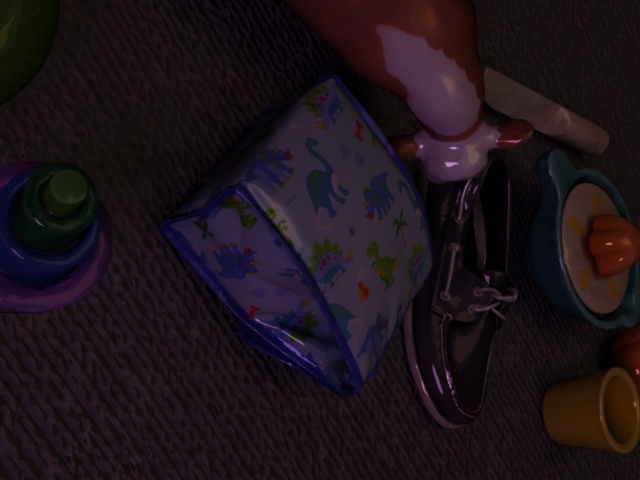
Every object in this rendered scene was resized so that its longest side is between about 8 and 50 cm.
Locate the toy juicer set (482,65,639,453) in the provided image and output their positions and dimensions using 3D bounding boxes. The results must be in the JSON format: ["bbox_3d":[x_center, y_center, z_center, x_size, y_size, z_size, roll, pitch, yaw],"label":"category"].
[{"bbox_3d":[0.248,0.000,0.946,0.209,0.089,0.329,-13,91,-48],"label":"toy juicer set"}]

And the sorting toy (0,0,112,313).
[{"bbox_3d":[-0.166,-0.147,0.443,0.127,0.126,0.365,-22,86,-28],"label":"sorting toy"}]

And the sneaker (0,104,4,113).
[{"bbox_3d":[-0.178,-0.116,0.539,0.078,0.067,0.188,17,69,-22],"label":"sneaker"}]

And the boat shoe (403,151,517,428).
[{"bbox_3d":[0.108,0.032,0.804,0.075,0.065,0.206,16,70,-45],"label":"boat shoe"}]

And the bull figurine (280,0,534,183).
[{"bbox_3d":[0.029,-0.171,0.706,0.310,0.101,0.188,45,26,-40],"label":"bull figurine"}]

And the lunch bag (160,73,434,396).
[{"bbox_3d":[0.000,0.000,0.672,0.151,0.096,0.129,49,49,-16],"label":"lunch bag"}]
